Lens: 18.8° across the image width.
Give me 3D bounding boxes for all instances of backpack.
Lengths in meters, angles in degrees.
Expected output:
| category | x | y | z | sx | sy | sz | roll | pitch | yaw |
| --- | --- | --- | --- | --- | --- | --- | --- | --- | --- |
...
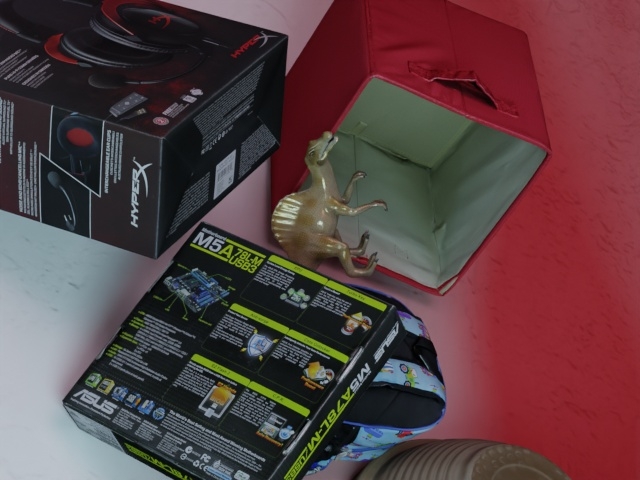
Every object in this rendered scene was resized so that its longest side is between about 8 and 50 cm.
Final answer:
| category | x | y | z | sx | sy | sz | roll | pitch | yaw |
| --- | --- | --- | --- | --- | --- | --- | --- | --- | --- |
| backpack | 0.006 | 0.107 | 1.535 | 0.173 | 0.117 | 0.158 | 10 | 45 | -30 |

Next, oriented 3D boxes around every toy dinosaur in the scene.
| category | x | y | z | sx | sy | sz | roll | pitch | yaw |
| --- | --- | --- | --- | --- | --- | --- | --- | --- | --- |
| toy dinosaur | 0.000 | 0.000 | 1.636 | 0.092 | 0.183 | 0.053 | 13 | 4 | -16 |

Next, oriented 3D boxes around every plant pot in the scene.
| category | x | y | z | sx | sy | sz | roll | pitch | yaw |
| --- | --- | --- | --- | --- | --- | --- | --- | --- | --- |
| plant pot | 0.137 | 0.238 | 1.512 | 0.237 | 0.110 | 0.237 | 20 | 42 | -20 |

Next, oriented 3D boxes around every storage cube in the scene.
| category | x | y | z | sx | sy | sz | roll | pitch | yaw |
| --- | --- | --- | --- | --- | --- | --- | --- | --- | --- |
| storage cube | 0.076 | -0.103 | 1.732 | 0.183 | 0.215 | 0.193 | 21 | 35 | -19 |

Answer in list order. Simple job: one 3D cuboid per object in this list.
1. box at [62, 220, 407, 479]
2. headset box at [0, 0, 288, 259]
| category | x | y | z | sx | sy | sz | roll | pitch | yaw |
| --- | --- | --- | --- | --- | --- | --- | --- | --- | --- |
| box | -0.064 | 0.093 | 1.421 | 0.190 | 0.045 | 0.184 | 22 | 63 | 31 |
| headset box | -0.204 | -0.114 | 1.530 | 0.293 | 0.110 | 0.218 | 17 | 32 | 19 |
